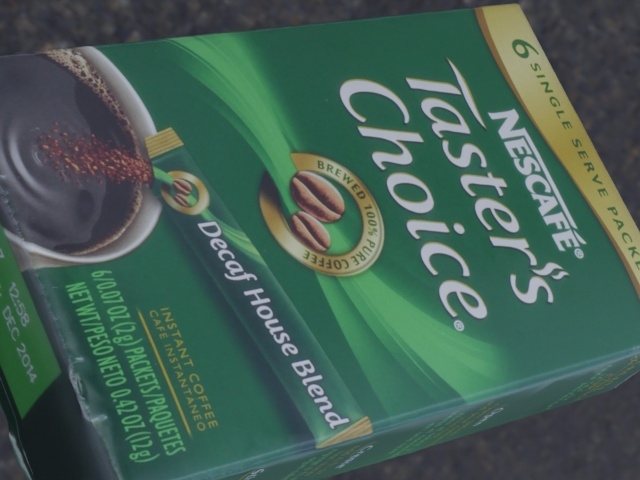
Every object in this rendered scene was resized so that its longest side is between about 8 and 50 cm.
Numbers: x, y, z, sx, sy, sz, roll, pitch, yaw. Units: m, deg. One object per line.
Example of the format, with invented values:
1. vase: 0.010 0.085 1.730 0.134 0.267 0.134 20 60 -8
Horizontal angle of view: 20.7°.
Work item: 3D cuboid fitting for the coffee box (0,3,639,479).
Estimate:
1. coffee box: 0.000 0.000 0.437 0.184 0.113 0.040 -9 157 -38
